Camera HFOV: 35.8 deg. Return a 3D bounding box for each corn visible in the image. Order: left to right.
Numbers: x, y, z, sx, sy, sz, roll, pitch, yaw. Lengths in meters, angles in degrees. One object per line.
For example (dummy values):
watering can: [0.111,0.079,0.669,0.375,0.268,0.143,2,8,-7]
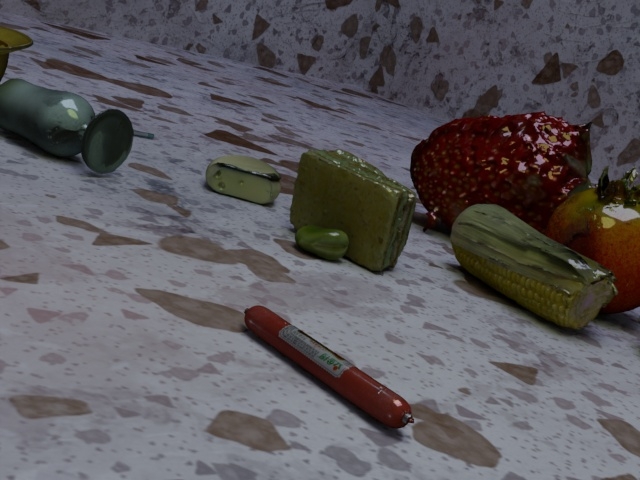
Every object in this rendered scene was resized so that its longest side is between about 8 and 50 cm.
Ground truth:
corn: [0.315,0.033,1.495,0.122,0.123,0.305,-20,31,-25]

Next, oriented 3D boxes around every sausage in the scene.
sausage: [0.001,0.120,0.973,0.034,0.034,0.253,2,19,-46]

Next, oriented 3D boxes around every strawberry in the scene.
strawberry: [0.329,-0.085,1.797,0.343,0.292,0.292,-6,7,18]

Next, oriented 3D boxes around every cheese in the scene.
cheese: [-0.131,-0.122,1.725,0.127,0.054,0.251,15,13,-6]

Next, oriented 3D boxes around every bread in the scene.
bread: [0.052,-0.047,1.478,0.196,0.138,0.102,28,28,36]

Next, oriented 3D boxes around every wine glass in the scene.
wine glass: [-0.406,-0.182,1.536,0.231,0.103,0.103,20,14,31]

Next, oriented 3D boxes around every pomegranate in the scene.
pomegranate: [0.460,0.002,1.569,0.210,0.235,0.210,6,28,-3]

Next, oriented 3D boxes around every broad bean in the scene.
broad bean: [0.000,0.000,1.423,0.083,0.045,0.063,17,23,34]

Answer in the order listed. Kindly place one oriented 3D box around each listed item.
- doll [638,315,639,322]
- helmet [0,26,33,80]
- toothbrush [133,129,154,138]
doll: [0.553,0.148,1.341,0.141,0.117,0.296,10,15,-37]
helmet: [-0.590,-0.265,1.549,0.257,0.140,0.205,-1,23,-35]
toothbrush: [-0.386,-0.207,1.840,0.167,0.011,0.014,7,12,-35]
